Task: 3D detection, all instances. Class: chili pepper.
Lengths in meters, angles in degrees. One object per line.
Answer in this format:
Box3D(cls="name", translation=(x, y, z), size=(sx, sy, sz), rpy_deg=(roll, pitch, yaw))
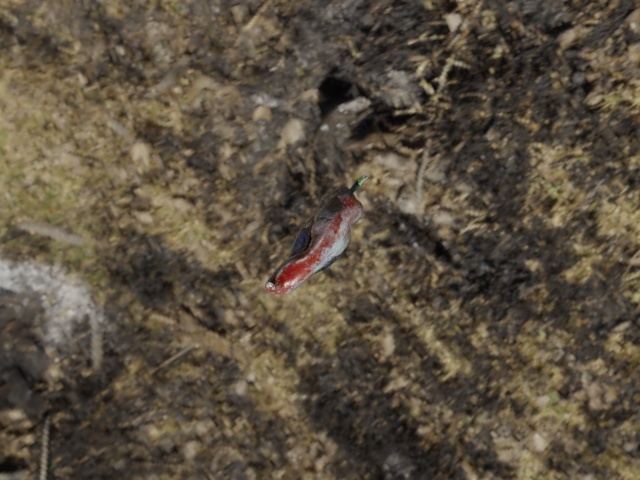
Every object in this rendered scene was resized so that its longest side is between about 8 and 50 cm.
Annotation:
Box3D(cls="chili pepper", translation=(0.001, 0.000, 0.813), size=(0.041, 0.153, 0.050), rpy_deg=(19, 136, 15))
